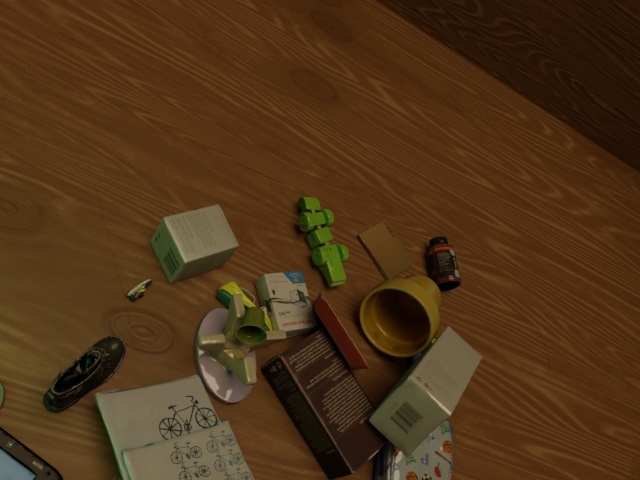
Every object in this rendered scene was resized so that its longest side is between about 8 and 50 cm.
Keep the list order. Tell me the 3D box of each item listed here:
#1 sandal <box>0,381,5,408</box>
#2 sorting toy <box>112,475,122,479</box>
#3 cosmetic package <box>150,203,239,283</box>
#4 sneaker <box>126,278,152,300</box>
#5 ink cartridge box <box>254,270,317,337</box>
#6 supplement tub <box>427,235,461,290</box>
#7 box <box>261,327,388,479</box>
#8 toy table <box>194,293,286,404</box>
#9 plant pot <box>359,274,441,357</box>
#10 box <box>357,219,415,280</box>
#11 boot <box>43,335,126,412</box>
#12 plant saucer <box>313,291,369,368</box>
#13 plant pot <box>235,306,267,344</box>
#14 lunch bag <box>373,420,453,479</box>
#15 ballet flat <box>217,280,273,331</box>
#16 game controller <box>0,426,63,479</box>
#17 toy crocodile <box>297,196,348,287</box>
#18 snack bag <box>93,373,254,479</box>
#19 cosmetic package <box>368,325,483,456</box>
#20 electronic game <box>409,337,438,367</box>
[{"bbox_3d":[-0.774,0.391,1.311,0.072,0.049,0.180,34,51,-11],"label":"sandal"},{"bbox_3d":[-0.418,0.680,1.372,0.274,0.046,0.132,49,49,1],"label":"sorting toy"},{"bbox_3d":[-0.371,0.009,1.720,0.184,0.151,0.151,-19,75,-39],"label":"cosmetic package"},{"bbox_3d":[-0.504,0.139,1.644,0.083,0.031,0.035,-39,101,-36],"label":"sneaker"},{"bbox_3d":[-0.107,0.200,1.823,0.140,0.082,0.190,-4,65,-34],"label":"ink cartridge box"},{"bbox_3d":[0.468,0.085,2.237,0.106,0.106,0.197,9,60,-28],"label":"supplement tub"},{"bbox_3d":[0.018,0.471,1.711,0.191,0.143,0.381,-26,78,-40],"label":"box"},{"bbox_3d":[-0.238,0.298,1.632,0.252,0.161,0.274,-11,69,-36],"label":"toy table"},{"bbox_3d":[0.293,0.228,1.969,0.254,0.254,0.239,52,35,4],"label":"plant pot"},{"bbox_3d":[0.245,0.034,2.180,0.164,0.021,0.201,-28,81,-40],"label":"box"},{"bbox_3d":[-0.543,0.301,1.390,0.091,0.229,0.263,43,50,-4],"label":"boot"},{"bbox_3d":[0.051,0.287,1.797,0.048,0.258,0.259,-33,82,-5],"label":"plant saucer"},{"bbox_3d":[-0.180,0.222,1.566,0.083,0.083,0.079,25,38,-18],"label":"plant pot"},{"bbox_3d":[0.278,0.657,1.786,0.243,0.115,0.303,21,54,-16],"label":"lunch bag"},{"bbox_3d":[-0.207,0.210,1.761,0.231,0.077,0.077,44,43,-1],"label":"ballet flat"},{"bbox_3d":[-0.716,0.495,1.252,0.319,0.067,0.166,43,64,-11],"label":"game controller"},{"bbox_3d":[0.000,0.000,2.003,0.115,0.105,0.340,-13,76,-37],"label":"toy crocodile"},{"bbox_3d":[-0.353,0.489,1.441,0.323,0.037,0.342,1,48,-48],"label":"snack bag"},{"bbox_3d":[0.324,0.437,1.747,0.156,0.217,0.385,42,31,14],"label":"cosmetic package"},{"bbox_3d":[0.404,0.444,2.027,0.229,0.048,0.229,16,57,-25],"label":"electronic game"}]
